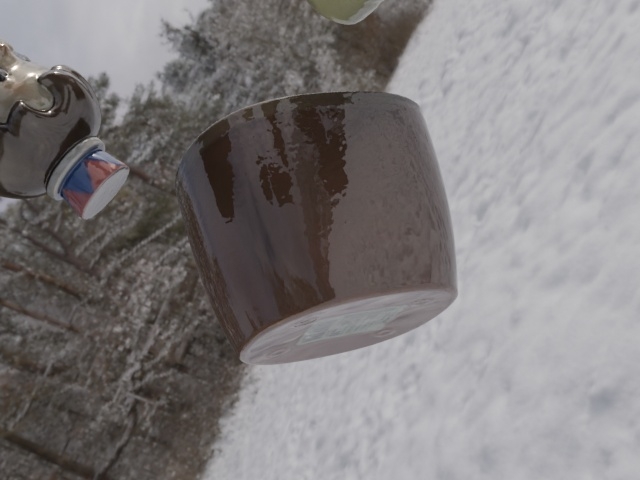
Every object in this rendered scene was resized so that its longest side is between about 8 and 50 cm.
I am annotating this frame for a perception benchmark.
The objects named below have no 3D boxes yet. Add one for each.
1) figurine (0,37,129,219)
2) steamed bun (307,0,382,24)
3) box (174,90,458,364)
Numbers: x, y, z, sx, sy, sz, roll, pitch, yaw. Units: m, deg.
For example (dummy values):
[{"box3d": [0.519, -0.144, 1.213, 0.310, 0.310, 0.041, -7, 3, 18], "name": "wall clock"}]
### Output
[{"box3d": [-0.297, -0.136, 0.674, 0.158, 0.275, 0.161, -33, 26, 21], "name": "figurine"}, {"box3d": [0.049, -0.359, 0.716, 0.250, 0.154, 0.200, -65, 17, -20], "name": "steamed bun"}, {"box3d": [0.000, 0.000, 0.795, 0.301, 0.300, 0.216, 120, 140, -62], "name": "box"}]
